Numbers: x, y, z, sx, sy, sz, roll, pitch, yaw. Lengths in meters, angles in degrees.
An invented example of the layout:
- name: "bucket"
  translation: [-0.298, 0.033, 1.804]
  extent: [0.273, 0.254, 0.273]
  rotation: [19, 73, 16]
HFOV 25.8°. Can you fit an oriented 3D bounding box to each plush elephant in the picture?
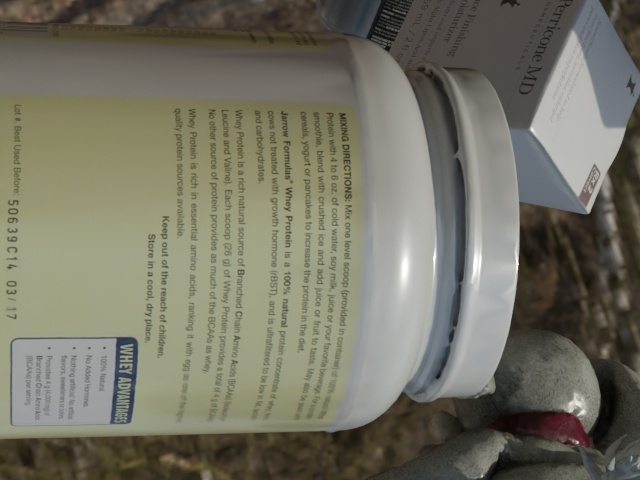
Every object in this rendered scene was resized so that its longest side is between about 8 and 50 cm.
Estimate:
- name: "plush elephant"
  translation: [0.139, 0.179, 1.060]
  extent: [0.272, 0.255, 0.330]
  rotation: [28, 121, -19]

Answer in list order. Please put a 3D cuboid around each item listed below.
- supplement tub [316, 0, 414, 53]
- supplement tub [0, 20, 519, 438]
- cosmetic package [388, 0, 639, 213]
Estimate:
- name: "supplement tub"
  translation: [0.128, -0.414, 1.866]
  extent: [0.194, 0.193, 0.316]
  rotation: [-11, 134, -41]
- name: "supplement tub"
  translation: [-0.071, -0.005, 0.809]
  extent: [0.325, 0.235, 0.235]
  rotation: [0, 168, -12]
- name: "cosmetic package"
  translation: [0.171, -0.135, 1.291]
  extent: [0.184, 0.151, 0.151]
  rotation: [12, 159, 38]
